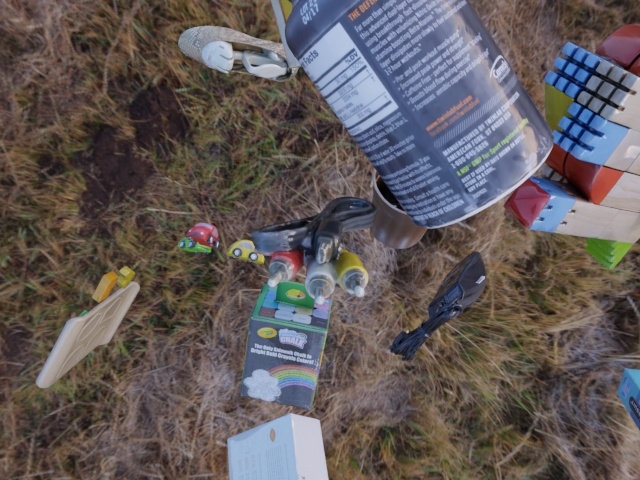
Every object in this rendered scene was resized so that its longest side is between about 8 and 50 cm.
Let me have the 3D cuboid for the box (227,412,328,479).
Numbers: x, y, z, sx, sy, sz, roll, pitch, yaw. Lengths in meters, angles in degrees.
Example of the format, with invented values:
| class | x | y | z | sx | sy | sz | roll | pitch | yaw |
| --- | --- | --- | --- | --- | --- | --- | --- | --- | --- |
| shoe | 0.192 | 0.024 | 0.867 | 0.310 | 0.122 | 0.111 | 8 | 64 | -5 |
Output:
| class | x | y | z | sx | sy | sz | roll | pitch | yaw |
| --- | --- | --- | --- | --- | --- | --- | --- | --- | --- |
| box | -0.084 | 0.422 | 1.049 | 0.170 | 0.091 | 0.130 | -29 | 52 | 27 |

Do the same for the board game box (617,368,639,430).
| class | x | y | z | sx | sy | sz | roll | pitch | yaw |
| --- | --- | --- | --- | --- | --- | --- | --- | --- | --- |
| board game box | 0.847 | 0.388 | 1.150 | 0.336 | 0.254 | 0.079 | 4 | 115 | 4 |

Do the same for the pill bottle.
| class | x | y | z | sx | sy | sz | roll | pitch | yaw |
| --- | --- | --- | --- | --- | --- | --- | --- | --- | --- |
| pill bottle | 0.061 | -0.141 | 0.428 | 0.130 | 0.130 | 0.246 | -36 | 101 | 4 |

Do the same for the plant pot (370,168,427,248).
| class | x | y | z | sx | sy | sz | roll | pitch | yaw |
| --- | --- | --- | --- | --- | --- | --- | --- | --- | --- |
| plant pot | 0.174 | -0.075 | 1.151 | 0.167 | 0.165 | 0.167 | 4 | 58 | -6 |

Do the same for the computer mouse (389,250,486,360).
| class | x | y | z | sx | sy | sz | roll | pitch | yaw |
| --- | --- | --- | --- | --- | --- | --- | --- | --- | --- |
| computer mouse | 0.222 | 0.127 | 0.996 | 0.060 | 0.262 | 0.184 | 44 | 122 | 4 |

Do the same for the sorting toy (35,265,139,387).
| class | x | y | z | sx | sy | sz | roll | pitch | yaw |
| --- | --- | --- | --- | --- | --- | --- | --- | --- | --- |
| sorting toy | -0.494 | 0.165 | 1.217 | 0.041 | 0.229 | 0.307 | 36 | 111 | 3 |

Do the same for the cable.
| class | x | y | z | sx | sy | sz | roll | pitch | yaw |
| --- | --- | --- | --- | --- | --- | --- | --- | --- | --- |
| cable | 0.000 | 0.000 | 0.705 | 0.139 | 0.287 | 0.072 | 9 | 106 | 7 |

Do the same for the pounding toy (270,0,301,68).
| class | x | y | z | sx | sy | sz | roll | pitch | yaw |
| --- | --- | --- | --- | --- | --- | --- | --- | --- | --- |
| pounding toy | 0.024 | -0.341 | 0.679 | 0.181 | 0.094 | 0.206 | -7 | 108 | 31 |

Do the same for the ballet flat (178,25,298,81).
| class | x | y | z | sx | sy | sz | roll | pitch | yaw |
| --- | --- | --- | --- | --- | --- | --- | --- | --- | --- |
| ballet flat | -0.133 | -0.309 | 0.925 | 0.206 | 0.073 | 0.067 | 3 | 47 | -13 |

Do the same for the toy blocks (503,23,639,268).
| class | x | y | z | sx | sy | sz | roll | pitch | yaw |
| --- | --- | --- | --- | --- | --- | --- | --- | --- | --- |
| toy blocks | 0.368 | -0.146 | 0.663 | 0.191 | 0.261 | 0.381 | 57 | 131 | 43 |

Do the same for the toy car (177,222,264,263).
| class | x | y | z | sx | sy | sz | roll | pitch | yaw |
| --- | --- | --- | --- | --- | --- | --- | --- | --- | --- |
| toy car | -0.284 | 0.003 | 1.413 | 0.225 | 0.239 | 0.053 | 1 | 73 | 42 |

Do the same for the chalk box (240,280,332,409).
| class | x | y | z | sx | sy | sz | roll | pitch | yaw |
| --- | --- | --- | --- | --- | --- | --- | --- | --- | --- |
| chalk box | -0.074 | 0.219 | 1.317 | 0.180 | 0.179 | 0.289 | 12 | 111 | 1 |
